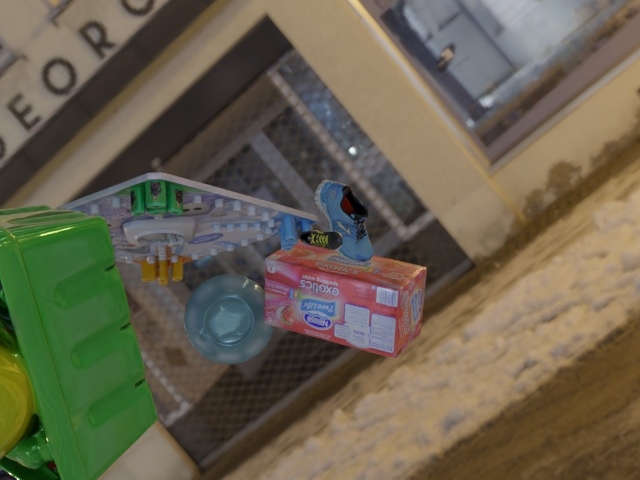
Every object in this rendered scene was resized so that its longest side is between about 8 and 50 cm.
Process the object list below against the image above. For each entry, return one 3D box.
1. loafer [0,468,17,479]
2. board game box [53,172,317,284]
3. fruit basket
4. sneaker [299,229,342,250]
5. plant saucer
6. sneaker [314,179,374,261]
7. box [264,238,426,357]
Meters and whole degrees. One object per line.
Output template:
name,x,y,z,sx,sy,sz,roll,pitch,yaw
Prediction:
loafer,-0.622,0.442,1.606,0.303,0.095,0.109,-26,6,6
board game box,-0.267,-0.004,1.580,0.390,0.050,0.390,-15,-18,35
fruit basket,-0.403,0.157,1.123,0.283,0.392,0.392,10,43,47
sneaker,0.000,0.000,1.485,0.035,0.031,0.083,0,3,-42
plant saucer,-0.194,0.170,2.013,0.195,0.195,0.037,-40,5,-2
sneaker,0.051,-0.028,1.571,0.073,0.162,0.063,2,42,43
box,0.048,0.112,1.907,0.300,0.154,0.142,12,21,25
